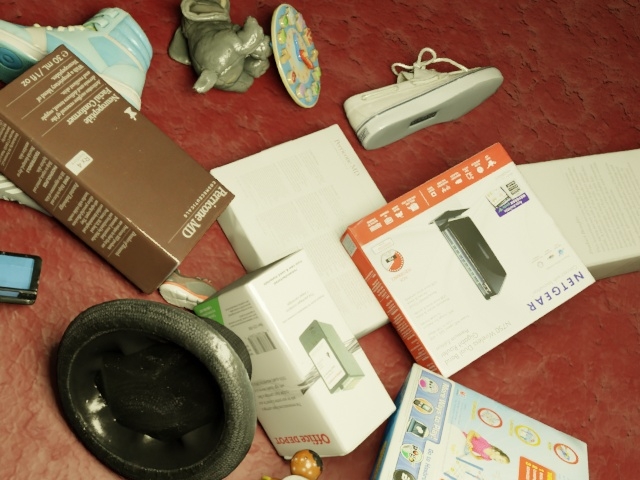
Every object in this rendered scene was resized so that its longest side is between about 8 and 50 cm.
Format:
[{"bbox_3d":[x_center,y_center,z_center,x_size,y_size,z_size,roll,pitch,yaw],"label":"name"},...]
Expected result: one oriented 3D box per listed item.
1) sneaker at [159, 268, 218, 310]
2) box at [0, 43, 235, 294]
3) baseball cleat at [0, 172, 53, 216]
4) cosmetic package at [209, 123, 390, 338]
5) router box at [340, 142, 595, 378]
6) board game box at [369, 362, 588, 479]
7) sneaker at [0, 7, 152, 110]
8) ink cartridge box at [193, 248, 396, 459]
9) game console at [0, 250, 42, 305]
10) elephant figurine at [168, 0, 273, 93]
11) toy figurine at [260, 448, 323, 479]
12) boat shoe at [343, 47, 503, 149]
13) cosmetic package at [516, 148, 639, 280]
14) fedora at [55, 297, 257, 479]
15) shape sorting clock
[{"bbox_3d":[-0.191,0.093,1.359,0.158,0.061,0.065,27,51,-8],"label":"sneaker"},{"bbox_3d":[-0.352,-0.114,1.304,0.381,0.143,0.191,42,47,-11],"label":"box"},{"bbox_3d":[-0.533,-0.086,1.320,0.206,0.072,0.109,39,84,-6],"label":"baseball cleat"},{"bbox_3d":[0.000,0.000,1.452,0.284,0.097,0.377,-24,76,-27],"label":"cosmetic package"},{"bbox_3d":[0.255,0.034,1.394,0.335,0.082,0.301,-30,79,-17],"label":"router box"},{"bbox_3d":[0.232,0.352,1.159,0.302,0.086,0.308,25,28,5],"label":"board game box"},{"bbox_3d":[-0.455,-0.356,1.440,0.319,0.127,0.208,25,61,-19],"label":"sneaker"},{"bbox_3d":[-0.046,0.183,1.245,0.121,0.211,0.289,-33,95,-35],"label":"ink cartridge box"},{"bbox_3d":[-0.506,0.056,1.253,0.122,0.107,0.071,7,92,-17],"label":"game console"},{"bbox_3d":[-0.219,-0.403,1.552,0.239,0.186,0.169,44,101,16],"label":"elephant figurine"},{"bbox_3d":[0.001,0.417,1.187,0.210,0.213,0.148,28,50,-3],"label":"toy figurine"},{"bbox_3d":[0.206,-0.320,1.676,0.367,0.136,0.156,-25,73,-19],"label":"boat shoe"},{"bbox_3d":[0.566,-0.043,1.647,0.453,0.161,0.230,-8,70,-24],"label":"cosmetic package"},{"bbox_3d":[-0.223,0.208,1.192,0.334,0.334,0.152,46,28,5],"label":"fedora"},{"bbox_3d":[-0.044,-0.364,1.575,0.040,0.206,0.206,-13,64,20],"label":"shape sorting clock"}]
